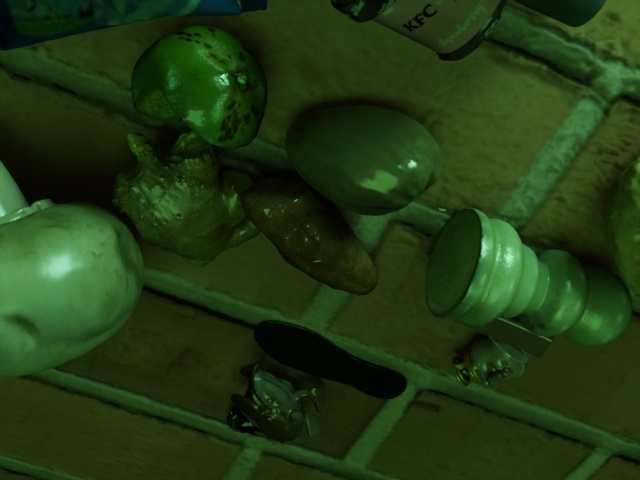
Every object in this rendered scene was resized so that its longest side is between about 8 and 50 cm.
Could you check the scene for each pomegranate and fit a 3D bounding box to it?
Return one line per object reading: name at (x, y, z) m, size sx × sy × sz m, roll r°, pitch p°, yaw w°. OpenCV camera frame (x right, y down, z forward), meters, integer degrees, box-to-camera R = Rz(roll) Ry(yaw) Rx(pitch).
pomegranate at (-0.136, -0.173, 0.874) m, size 0.143 × 0.169 × 0.122 m, roll -1°, pitch 107°, yaw -37°

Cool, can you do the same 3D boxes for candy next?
candy at (-0.230, -0.294, 0.812) m, size 0.332 × 0.077 × 0.187 m, roll -5°, pitch 129°, yaw 6°

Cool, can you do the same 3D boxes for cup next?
cup at (0.244, -0.270, 0.793) m, size 0.077 × 0.078 × 0.100 m, roll 22°, pitch 96°, yaw -17°

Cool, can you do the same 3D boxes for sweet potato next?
sweet potato at (0.000, 0.000, 1.005) m, size 0.097 × 0.097 × 0.252 m, roll -29°, pitch 133°, yaw 25°

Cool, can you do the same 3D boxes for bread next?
bread at (0.443, -0.037, 0.914) m, size 0.245 × 0.134 × 0.244 m, roll 1°, pitch 130°, yaw 2°

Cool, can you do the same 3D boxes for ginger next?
ginger at (-0.168, -0.052, 0.972) m, size 0.157 × 0.102 × 0.216 m, roll -24°, pitch 133°, yaw 16°

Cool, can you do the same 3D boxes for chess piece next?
chess piece at (0.275, 0.064, 1.009) m, size 0.252 × 0.144 × 0.144 m, roll 18°, pitch 127°, yaw -15°

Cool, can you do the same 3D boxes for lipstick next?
lipstick at (0.239, 0.105, 1.077) m, size 0.146 × 0.045 × 0.045 m, roll 24°, pitch 128°, yaw 4°

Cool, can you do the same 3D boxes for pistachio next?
pistachio at (0.047, -0.094, 0.925) m, size 0.186 × 0.108 × 0.126 m, roll 11°, pitch 104°, yaw 6°

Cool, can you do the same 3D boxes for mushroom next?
mushroom at (-0.399, 0.044, 0.954) m, size 0.356 × 0.315 × 0.315 m, roll 21°, pitch 127°, yaw 1°

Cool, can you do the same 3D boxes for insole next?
insole at (0.014, 0.183, 1.204) m, size 0.253 × 0.005 × 0.086 m, roll 26°, pitch 127°, yaw -14°

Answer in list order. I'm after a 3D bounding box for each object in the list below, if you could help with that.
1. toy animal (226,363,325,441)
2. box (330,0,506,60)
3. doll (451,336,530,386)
toy animal at (-0.090, 0.248, 1.220) m, size 0.179 × 0.089 × 0.188 m, roll -9°, pitch 132°, yaw 28°
box at (0.104, -0.258, 0.769) m, size 0.135 × 0.151 × 0.151 m, roll 26°, pitch 126°, yaw -26°
doll at (0.250, 0.171, 1.122) m, size 0.127 × 0.084 × 0.073 m, roll -26°, pitch 112°, yaw 26°
